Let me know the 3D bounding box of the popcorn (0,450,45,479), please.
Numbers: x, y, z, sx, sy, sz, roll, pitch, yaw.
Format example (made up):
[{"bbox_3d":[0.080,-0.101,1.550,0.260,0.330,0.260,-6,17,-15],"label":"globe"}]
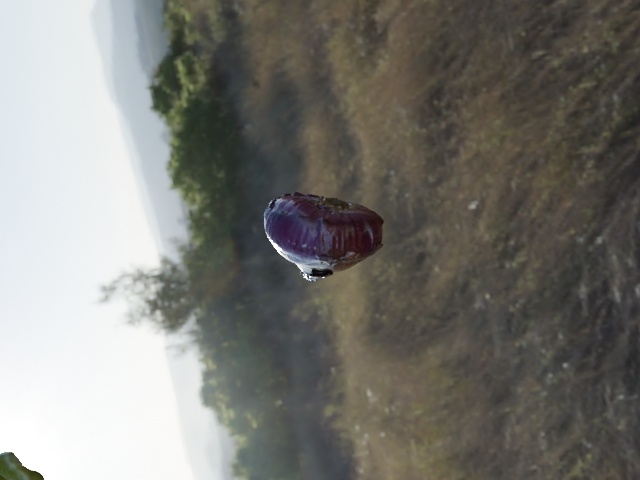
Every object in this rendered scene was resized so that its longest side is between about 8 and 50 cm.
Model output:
[{"bbox_3d":[-0.495,0.441,1.626,0.181,0.217,0.235,24,161,50],"label":"popcorn"}]

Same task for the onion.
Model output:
[{"bbox_3d":[0.000,0.000,1.945,0.230,0.230,0.163,-130,56,-69],"label":"onion"}]
